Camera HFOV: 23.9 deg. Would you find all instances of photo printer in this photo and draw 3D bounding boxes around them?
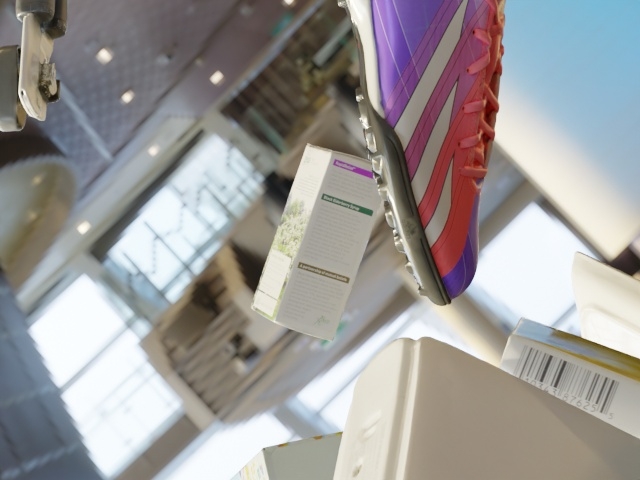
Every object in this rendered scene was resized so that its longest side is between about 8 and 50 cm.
[{"bbox_3d":[0.150,0.226,0.939,0.107,0.307,0.256,-47,22,44],"label":"photo printer"}]

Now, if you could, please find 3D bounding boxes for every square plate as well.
[{"bbox_3d":[0.434,0.215,1.886,0.049,0.347,0.344,-26,26,-18],"label":"square plate"}]

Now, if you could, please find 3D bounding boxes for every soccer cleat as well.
[{"bbox_3d":[0.077,-0.116,0.980,0.116,0.318,0.108,-12,7,2],"label":"soccer cleat"}]

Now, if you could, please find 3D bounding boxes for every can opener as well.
[{"bbox_3d":[-0.337,-0.264,1.746,0.093,0.280,0.074,-2,-22,11],"label":"can opener"}]

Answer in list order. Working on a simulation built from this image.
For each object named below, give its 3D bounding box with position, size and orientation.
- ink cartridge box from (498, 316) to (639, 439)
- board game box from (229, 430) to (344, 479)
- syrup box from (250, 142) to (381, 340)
[{"bbox_3d":[0.326,0.156,1.480,0.307,0.303,0.072,-22,-49,-79],"label":"ink cartridge box"},{"bbox_3d":[-0.006,0.304,1.662,0.142,0.144,0.275,-10,-14,-15],"label":"board game box"},{"bbox_3d":[0.000,0.000,1.982,0.093,0.096,0.237,23,94,65],"label":"syrup box"}]
